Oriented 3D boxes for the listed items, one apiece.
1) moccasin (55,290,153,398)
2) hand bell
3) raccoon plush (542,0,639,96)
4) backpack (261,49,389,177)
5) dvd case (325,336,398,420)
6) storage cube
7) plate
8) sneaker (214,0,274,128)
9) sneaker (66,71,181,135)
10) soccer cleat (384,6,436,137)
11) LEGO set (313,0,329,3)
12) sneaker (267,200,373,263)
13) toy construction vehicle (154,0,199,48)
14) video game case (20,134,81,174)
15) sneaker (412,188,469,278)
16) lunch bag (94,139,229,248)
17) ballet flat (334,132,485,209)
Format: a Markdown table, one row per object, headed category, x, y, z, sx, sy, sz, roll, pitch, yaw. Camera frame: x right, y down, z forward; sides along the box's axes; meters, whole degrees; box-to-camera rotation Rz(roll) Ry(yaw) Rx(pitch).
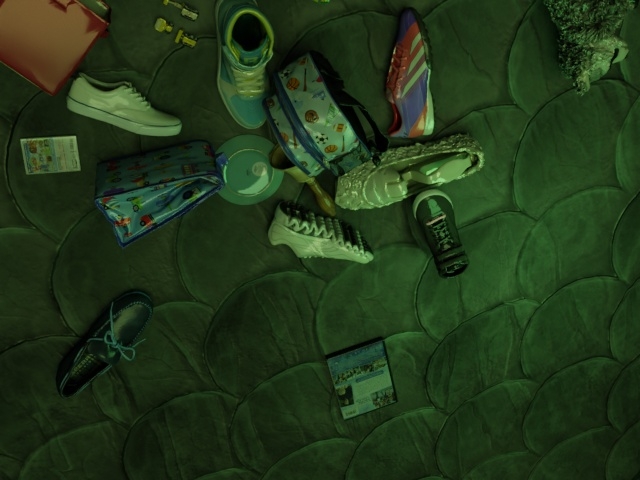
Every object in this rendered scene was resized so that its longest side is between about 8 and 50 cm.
| category | x | y | z | sx | sy | sz | roll | pitch | yaw |
| --- | --- | --- | --- | --- | --- | --- | --- | --- | --- |
| moccasin | -0.549 | 0.284 | 1.920 | 0.138 | 0.117 | 0.342 | 34 | 103 | -27 |
| hand bell | -0.020 | -0.144 | 1.872 | 0.126 | 0.126 | 0.242 | -32 | 133 | 2 |
| raccoon plush | 0.558 | -0.560 | 1.800 | 0.446 | 0.216 | 0.299 | 27 | 125 | 5 |
| backpack | -0.009 | -0.282 | 1.643 | 0.213 | 0.276 | 0.263 | -32 | 159 | 1 |
| dvd case | 0.127 | 0.417 | 2.229 | 0.180 | 0.022 | 0.253 | -18 | 119 | -7 |
| storage cube | -0.559 | -0.440 | 1.508 | 0.215 | 0.183 | 0.193 | 36 | 103 | -28 |
| plate | -0.180 | -0.171 | 1.842 | 0.188 | 0.024 | 0.188 | -6 | 117 | -12 |
| sneaker | -0.163 | -0.374 | 1.636 | 0.127 | 0.208 | 0.319 | -14 | 120 | -9 |
| sneaker | -0.432 | -0.304 | 1.664 | 0.258 | 0.094 | 0.091 | 13 | 117 | -20 |
| soccer cleat | 0.207 | -0.395 | 1.789 | 0.116 | 0.108 | 0.318 | -12 | 121 | -4 |
| LEGO set | -0.037 | -0.641 | 1.476 | 0.255 | 0.331 | 0.192 | 25 | 126 | -11 |
| sneaker | 0.000 | 0.000 | 1.941 | 0.292 | 0.110 | 0.118 | 23 | 116 | -16 |
| toy construction vehicle | -0.311 | -0.483 | 1.644 | 0.098 | 0.035 | 0.086 | 18 | 121 | -20 |
| video game case | -0.622 | -0.198 | 1.714 | 0.122 | 0.011 | 0.087 | -6 | 118 | -13 |
| sneaker | 0.324 | -0.009 | 1.936 | 0.104 | 0.147 | 0.296 | -23 | 142 | 5 |
| lunch bag | -0.352 | -0.140 | 1.697 | 0.293 | 0.221 | 0.138 | -24 | 120 | -2 |
| ballet flat | 0.231 | -0.172 | 1.892 | 0.409 | 0.147 | 0.147 | -20 | 120 | -4 |
